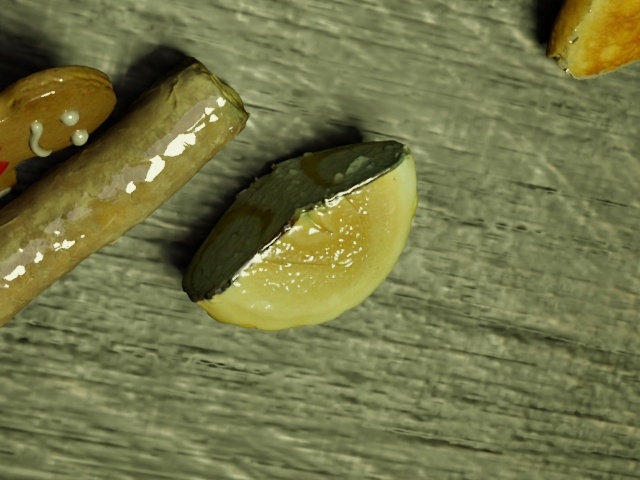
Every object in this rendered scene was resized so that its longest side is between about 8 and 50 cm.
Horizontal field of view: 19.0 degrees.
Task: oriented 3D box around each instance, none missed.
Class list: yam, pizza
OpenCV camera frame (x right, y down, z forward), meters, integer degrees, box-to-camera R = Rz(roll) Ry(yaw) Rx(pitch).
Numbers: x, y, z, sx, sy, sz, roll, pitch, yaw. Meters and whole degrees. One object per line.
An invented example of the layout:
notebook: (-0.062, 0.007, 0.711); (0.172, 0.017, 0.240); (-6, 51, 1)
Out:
yam: (-0.168, 0.003, 1.142); (0.300, 0.066, 0.066); (-41, 110, -1)
pizza: (0.238, -0.170, 1.194); (0.193, 0.053, 0.201); (13, 134, -43)

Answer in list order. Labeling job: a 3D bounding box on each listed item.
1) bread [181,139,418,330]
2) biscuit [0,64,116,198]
bread: (0.000, 0.000, 1.174); (0.094, 0.083, 0.157); (42, 93, -23)
biscuit: (-0.211, -0.045, 1.087); (0.205, 0.138, 0.031); (-24, 69, -8)
